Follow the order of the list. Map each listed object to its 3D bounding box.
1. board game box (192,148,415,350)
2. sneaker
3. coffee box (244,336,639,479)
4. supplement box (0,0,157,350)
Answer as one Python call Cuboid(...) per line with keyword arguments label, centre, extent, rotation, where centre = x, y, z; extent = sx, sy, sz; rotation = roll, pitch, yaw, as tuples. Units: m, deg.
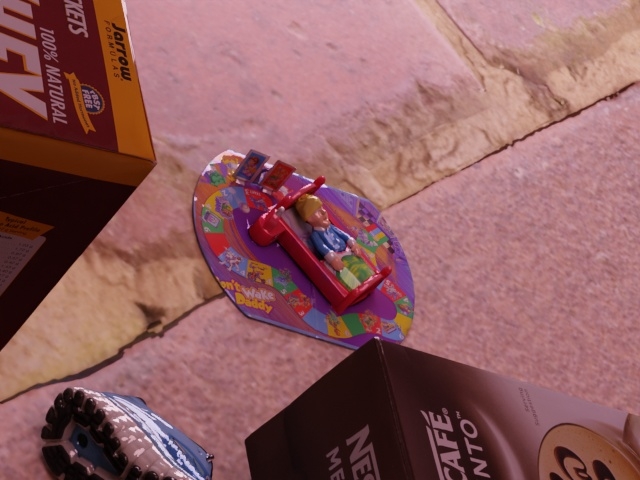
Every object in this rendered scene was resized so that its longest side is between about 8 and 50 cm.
Cuboid(label="board game box", centre=(0.000, 0.000, 1.125), extent=(0.169, 0.033, 0.133), rotation=(19, 45, -27))
Cuboid(label="sneaker", centre=(-0.069, 0.130, 0.914), extent=(0.162, 0.063, 0.073), rotation=(46, 27, 23))
Cuboid(label="coffee box", centre=(0.117, 0.180, 0.977), extent=(0.297, 0.119, 0.168), rotation=(18, 46, -38))
Cuboid(label="supplement box", centre=(-0.215, -0.050, 0.857), extent=(0.191, 0.194, 0.129), rotation=(12, 49, -34))
